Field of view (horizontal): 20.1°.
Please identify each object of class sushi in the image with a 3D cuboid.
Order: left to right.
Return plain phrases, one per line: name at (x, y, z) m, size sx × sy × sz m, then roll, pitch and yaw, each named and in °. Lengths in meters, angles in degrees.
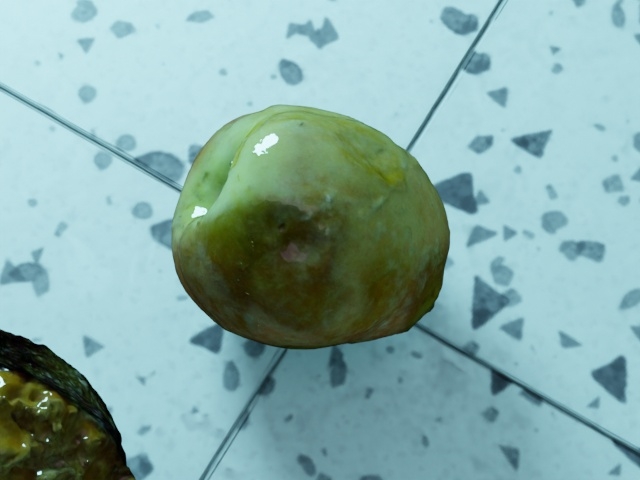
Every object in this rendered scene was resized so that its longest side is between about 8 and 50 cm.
sushi at (-0.320, 0.166, 1.407) m, size 0.348 × 0.207 × 0.234 m, roll 22°, pitch 97°, yaw -16°

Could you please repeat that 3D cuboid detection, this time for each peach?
peach at (0.000, 0.000, 1.514) m, size 0.235 × 0.214 × 0.214 m, roll 23°, pitch 69°, yaw -18°
